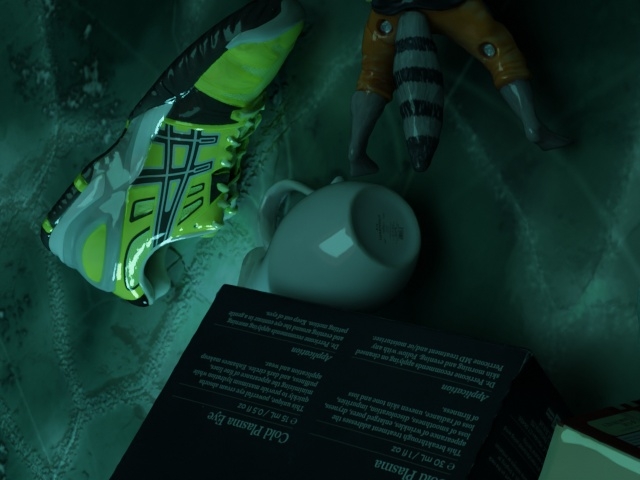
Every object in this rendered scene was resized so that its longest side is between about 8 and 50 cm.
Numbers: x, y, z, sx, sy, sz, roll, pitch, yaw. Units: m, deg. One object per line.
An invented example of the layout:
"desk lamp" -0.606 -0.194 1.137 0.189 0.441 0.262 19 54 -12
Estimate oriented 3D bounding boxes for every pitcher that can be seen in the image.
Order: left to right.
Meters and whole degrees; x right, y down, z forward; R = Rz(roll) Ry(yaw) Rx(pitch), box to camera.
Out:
"pitcher" 0.000 0.000 1.639 0.207 0.125 0.178 -33 55 49

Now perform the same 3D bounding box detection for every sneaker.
"sneaker" -0.124 -0.094 1.763 0.147 0.145 0.385 42 117 1

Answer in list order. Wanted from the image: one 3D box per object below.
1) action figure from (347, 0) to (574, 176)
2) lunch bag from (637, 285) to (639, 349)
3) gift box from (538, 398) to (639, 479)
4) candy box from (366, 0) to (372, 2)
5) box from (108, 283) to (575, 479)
"action figure" 0.130 -0.233 1.474 0.341 0.178 0.330 -6 96 34
"lunch bag" 0.362 0.029 1.263 0.223 0.160 0.262 30 121 24
"gift box" 0.256 0.267 1.235 0.276 0.255 0.258 23 103 35
"candy box" 0.087 -0.332 1.625 0.105 0.027 0.206 -3 87 38
"box" 0.005 0.235 1.469 0.343 0.179 0.312 11 60 39
